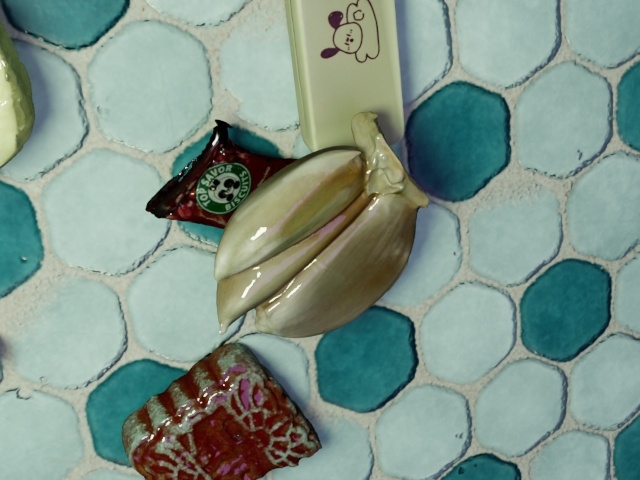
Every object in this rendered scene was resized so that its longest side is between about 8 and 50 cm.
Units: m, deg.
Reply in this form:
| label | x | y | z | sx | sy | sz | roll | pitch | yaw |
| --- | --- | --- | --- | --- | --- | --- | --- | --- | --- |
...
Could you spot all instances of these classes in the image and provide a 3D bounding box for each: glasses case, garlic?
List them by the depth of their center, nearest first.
| label | x | y | z | sx | sy | sz | roll | pitch | yaw |
| --- | --- | --- | --- | --- | --- | --- | --- | --- | --- |
| glasses case | 0.028 | -0.268 | 1.444 | 0.131 | 0.070 | 0.313 | -13 | 114 | -14 |
| garlic | 0.000 | 0.000 | 1.452 | 0.325 | 0.132 | 0.279 | -42 | 134 | 6 |

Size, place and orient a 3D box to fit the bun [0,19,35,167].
| label | x | y | z | sx | sy | sz | roll | pitch | yaw |
| --- | --- | --- | --- | --- | --- | --- | --- | --- | --- |
| bun | -0.454 | -0.179 | 1.265 | 0.259 | 0.152 | 0.259 | -4 | 120 | -7 |

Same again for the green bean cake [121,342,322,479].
| label | x | y | z | sx | sy | sz | roll | pitch | yaw |
| --- | --- | --- | --- | --- | --- | --- | --- | --- | --- |
| green bean cake | -0.144 | 0.275 | 1.584 | 0.232 | 0.097 | 0.198 | -34 | 118 | -4 |

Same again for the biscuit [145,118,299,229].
| label | x | y | z | sx | sy | sz | roll | pitch | yaw |
| --- | --- | --- | --- | --- | --- | --- | --- | --- | --- |
| biscuit | -0.099 | -0.064 | 1.479 | 0.235 | 0.063 | 0.151 | 19 | 107 | -42 |
